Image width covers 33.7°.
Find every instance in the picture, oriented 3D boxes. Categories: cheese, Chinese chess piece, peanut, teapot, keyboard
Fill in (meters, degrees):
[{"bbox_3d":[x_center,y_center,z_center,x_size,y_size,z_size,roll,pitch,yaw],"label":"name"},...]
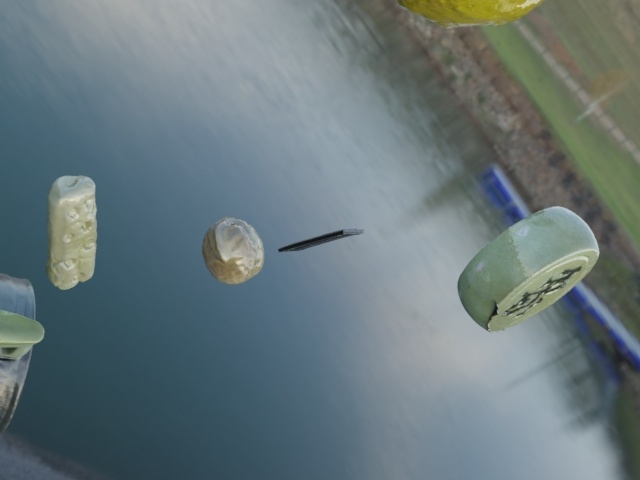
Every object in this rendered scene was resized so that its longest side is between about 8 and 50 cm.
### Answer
[{"bbox_3d":[-0.316,-0.009,1.346,0.043,0.065,0.194,57,-31,30],"label":"cheese"},{"bbox_3d":[0.202,0.030,1.029,0.058,0.144,0.144,57,15,22],"label":"Chinese chess piece"},{"bbox_3d":[-0.135,0.016,1.618,0.228,0.086,0.104,-68,146,-86],"label":"peanut"},{"bbox_3d":[-0.536,0.164,1.503,0.239,0.239,0.321,12,8,-28],"label":"teapot"},{"bbox_3d":[0.000,0.000,1.697,0.053,0.155,0.010,-2,80,-46],"label":"keyboard"}]

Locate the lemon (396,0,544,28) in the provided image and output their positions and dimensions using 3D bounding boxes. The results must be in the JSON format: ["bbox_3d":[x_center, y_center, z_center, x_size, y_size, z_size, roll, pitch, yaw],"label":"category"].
[{"bbox_3d":[0.191,-0.388,1.214,0.268,0.322,0.268,39,-27,24],"label":"lemon"}]
